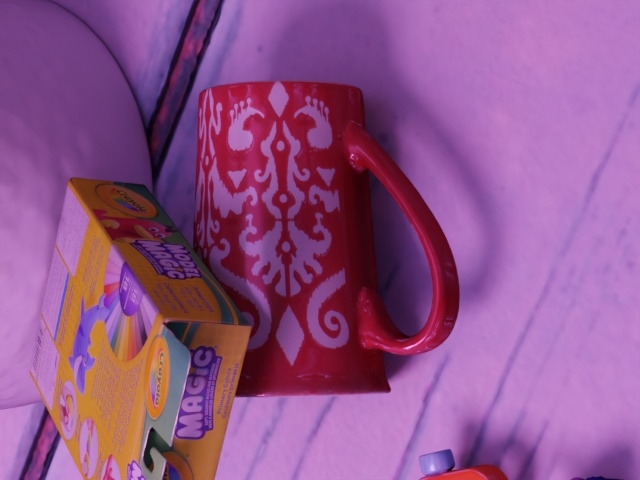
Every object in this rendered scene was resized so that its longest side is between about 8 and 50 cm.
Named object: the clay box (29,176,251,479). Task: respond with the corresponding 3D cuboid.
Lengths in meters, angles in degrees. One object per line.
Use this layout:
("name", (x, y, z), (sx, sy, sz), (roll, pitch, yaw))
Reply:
("clay box", (-0.097, 0.066, 1.054), (0.222, 0.053, 0.127), (-132, 52, -57))

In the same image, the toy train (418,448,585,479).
("toy train", (0.113, 0.182, 1.040), (0.125, 0.046, 0.166), (-25, 78, 41))

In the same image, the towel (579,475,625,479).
("towel", (0.251, 0.235, 0.902), (0.308, 0.076, 0.227), (6, 93, 25))

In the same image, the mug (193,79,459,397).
("mug", (-0.002, 0.001, 1.090), (0.150, 0.113, 0.169), (-2, 86, 0))

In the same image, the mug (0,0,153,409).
("mug", (-0.345, -0.018, 1.185), (0.374, 0.328, 0.276), (-7, 87, 36))
